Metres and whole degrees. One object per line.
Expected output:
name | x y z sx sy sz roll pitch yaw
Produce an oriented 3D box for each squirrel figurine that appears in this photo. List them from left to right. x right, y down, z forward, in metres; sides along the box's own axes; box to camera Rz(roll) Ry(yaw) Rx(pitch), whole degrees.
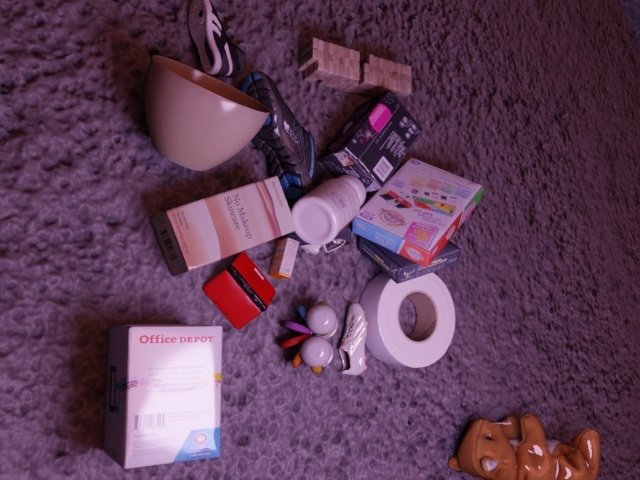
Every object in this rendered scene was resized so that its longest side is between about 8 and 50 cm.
squirrel figurine | 0.569 0.701 1.746 0.371 0.281 0.396 17 72 -22

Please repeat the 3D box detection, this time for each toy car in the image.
toy car | -0.031 0.239 1.521 0.137 0.159 0.181 8 77 6

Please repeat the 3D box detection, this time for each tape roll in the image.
tape roll | 0.248 0.216 1.707 0.286 0.100 0.285 5 81 -31

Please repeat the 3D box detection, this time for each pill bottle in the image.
pill bottle | 0.029 -0.088 1.554 0.131 0.131 0.229 62 34 -10

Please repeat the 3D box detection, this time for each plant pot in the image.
plant pot | -0.282 -0.271 1.371 0.284 0.284 0.190 19 107 -29

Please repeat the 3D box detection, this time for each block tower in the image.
block tower | 0.101 -0.480 1.717 0.336 0.097 0.090 6 80 -29

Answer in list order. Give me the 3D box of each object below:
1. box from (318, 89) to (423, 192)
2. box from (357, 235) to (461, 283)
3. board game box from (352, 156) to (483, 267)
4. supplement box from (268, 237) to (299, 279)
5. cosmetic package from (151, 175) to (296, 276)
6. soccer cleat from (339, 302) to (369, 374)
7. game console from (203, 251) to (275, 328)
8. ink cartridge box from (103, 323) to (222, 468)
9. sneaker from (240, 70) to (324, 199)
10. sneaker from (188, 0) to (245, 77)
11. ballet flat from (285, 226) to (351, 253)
box | 0.142 -0.269 1.684 0.163 0.142 0.247 46 64 -20
box | 0.250 0.025 1.689 0.233 0.183 0.059 -14 130 -31
board game box | 0.275 -0.090 1.682 0.316 0.242 0.064 -45 149 -33
supplement box | -0.094 0.047 1.539 0.036 0.062 0.098 22 72 -26
cosmetic package | -0.227 -0.037 1.429 0.296 0.129 0.153 -24 95 -32
soccer cleat | 0.086 0.266 1.620 0.076 0.068 0.196 1 86 -29
game console | -0.199 0.123 1.493 0.144 0.085 0.124 53 30 -15
ink cartridge box | -0.336 0.313 1.271 0.198 0.197 0.269 5 81 -31
sneaker | -0.101 -0.277 1.565 0.140 0.125 0.340 -34 107 -49
sneaker | -0.256 -0.507 1.517 0.121 0.079 0.216 1 73 -51
ballet flat | 0.000 0.000 1.602 0.203 0.074 0.074 -8 88 -35
